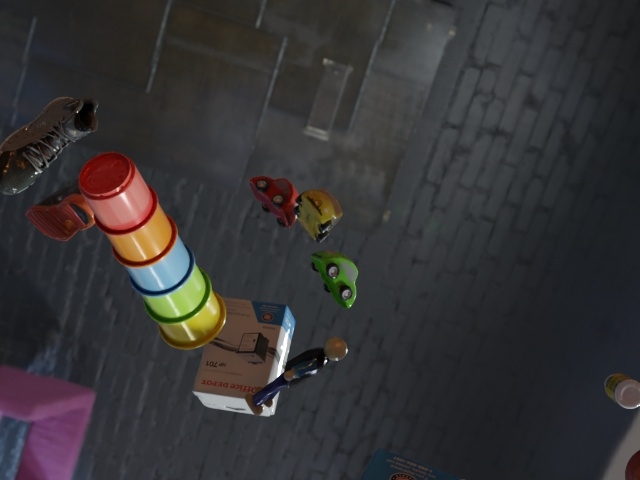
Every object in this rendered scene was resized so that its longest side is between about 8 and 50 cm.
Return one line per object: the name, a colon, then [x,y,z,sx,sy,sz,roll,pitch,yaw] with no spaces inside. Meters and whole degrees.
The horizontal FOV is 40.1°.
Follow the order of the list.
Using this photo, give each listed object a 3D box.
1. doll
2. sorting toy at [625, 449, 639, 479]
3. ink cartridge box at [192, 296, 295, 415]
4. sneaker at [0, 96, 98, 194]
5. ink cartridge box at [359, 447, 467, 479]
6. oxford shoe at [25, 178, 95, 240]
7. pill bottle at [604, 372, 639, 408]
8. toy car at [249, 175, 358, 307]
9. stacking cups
doll: [-0.033,0.208,1.405,0.189,0.046,0.129,-38,175,25]
sorting toy: [0.594,0.299,1.450,0.126,0.127,0.366,-17,119,-69]
ink cartridge box: [-0.137,0.211,1.608,0.082,0.139,0.191,72,26,-58]
sneaker: [-0.465,-0.176,1.516,0.132,0.086,0.229,-4,-133,42]
ink cartridge box: [0.134,0.517,1.236,0.395,0.285,0.166,-47,149,-54]
oxford shoe: [-0.518,-0.068,1.820,0.271,0.097,0.098,-8,-139,45]
pill bottle: [0.672,0.332,1.955,0.116,0.065,0.065,-26,133,-88]
toy car: [0.000,0.000,1.319,0.053,0.225,0.239,-36,-157,-16]
stacking cups: [-0.205,0.020,1.046,0.316,0.096,0.096,68,31,-54]
